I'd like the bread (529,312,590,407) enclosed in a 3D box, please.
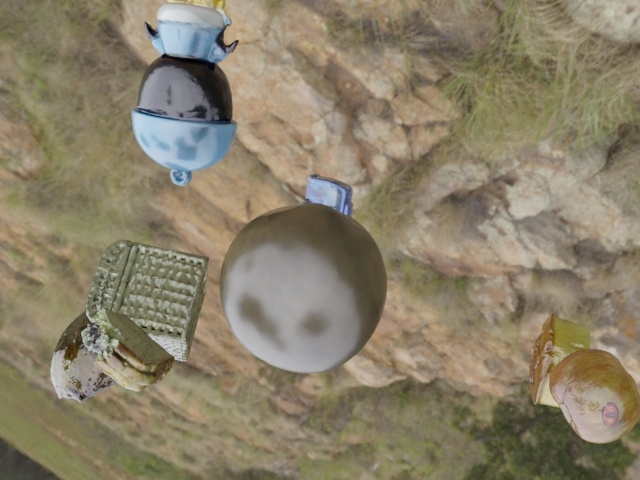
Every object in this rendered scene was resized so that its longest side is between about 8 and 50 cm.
[{"bbox_3d":[0.387,0.210,1.045,0.086,0.125,0.156,11,133,18],"label":"bread"}]

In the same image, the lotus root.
[{"bbox_3d":[-0.450,0.202,1.396,0.210,0.314,0.142,-11,113,44],"label":"lotus root"}]

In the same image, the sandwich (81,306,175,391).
[{"bbox_3d":[-0.192,0.107,0.623,0.093,0.035,0.105,39,176,-1],"label":"sandwich"}]

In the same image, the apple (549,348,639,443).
[{"bbox_3d":[0.383,0.214,0.889,0.126,0.102,0.126,59,-178,-4],"label":"apple"}]

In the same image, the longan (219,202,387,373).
[{"bbox_3d":[-0.023,0.051,0.725,0.212,0.198,0.198,23,147,45],"label":"longan"}]

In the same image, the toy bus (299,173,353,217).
[{"bbox_3d":[0.002,0.000,1.172,0.094,0.079,0.236,11,101,7],"label":"toy bus"}]

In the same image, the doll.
[{"bbox_3d":[-0.218,-0.244,1.052,0.177,0.141,0.314,12,105,10],"label":"doll"}]

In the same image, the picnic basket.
[{"bbox_3d":[-0.259,0.094,0.959,0.154,0.134,0.196,14,160,-6],"label":"picnic basket"}]
